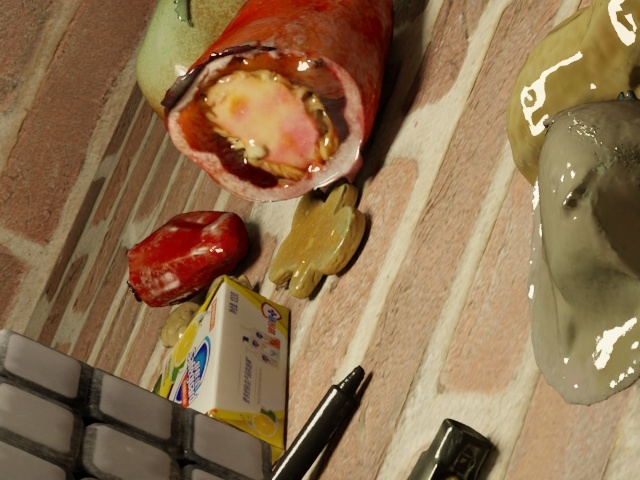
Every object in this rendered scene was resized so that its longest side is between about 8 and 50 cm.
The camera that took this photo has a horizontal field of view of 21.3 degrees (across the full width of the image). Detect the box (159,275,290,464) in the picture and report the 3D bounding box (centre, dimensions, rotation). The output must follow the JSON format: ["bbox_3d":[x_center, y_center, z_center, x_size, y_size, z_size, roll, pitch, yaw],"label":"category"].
[{"bbox_3d":[-0.118,0.190,1.994,0.168,0.097,0.265,-53,20,32],"label":"box"}]

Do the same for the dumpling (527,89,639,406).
[{"bbox_3d":[0.233,0.000,1.213,0.293,0.163,0.204,-146,48,-72],"label":"dumpling"}]

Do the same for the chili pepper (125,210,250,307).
[{"bbox_3d":[-0.160,0.015,2.375,0.253,0.144,0.136,-15,76,57],"label":"chili pepper"}]

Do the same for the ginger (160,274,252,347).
[{"bbox_3d":[-0.150,0.103,2.286,0.149,0.065,0.258,-51,11,-2],"label":"ginger"}]

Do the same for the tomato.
[{"bbox_3d":[-0.137,-0.283,2.486,0.303,0.239,0.303,-59,15,27],"label":"tomato"}]

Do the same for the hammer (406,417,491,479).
[{"bbox_3d":[0.134,0.249,1.281,0.111,0.043,0.365,-61,19,8],"label":"hammer"}]

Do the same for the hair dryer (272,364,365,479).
[{"bbox_3d":[-0.021,0.238,1.737,0.248,0.070,0.114,-53,18,6],"label":"hair dryer"}]

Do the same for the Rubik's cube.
[{"bbox_3d":[-0.234,0.314,1.555,0.301,0.305,0.303,-58,16,19],"label":"Rubik's cube"}]

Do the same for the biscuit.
[{"bbox_3d":[0.000,0.000,2.036,0.153,0.030,0.234,-67,18,-9],"label":"biscuit"}]

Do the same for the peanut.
[{"bbox_3d":[0.253,-0.154,1.359,0.313,0.149,0.149,-46,25,45],"label":"peanut"}]

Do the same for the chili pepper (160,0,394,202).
[{"bbox_3d":[-0.034,-0.219,2.092,0.251,0.229,0.305,-32,26,37],"label":"chili pepper"}]

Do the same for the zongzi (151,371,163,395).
[{"bbox_3d":[-0.205,0.206,2.311,0.104,0.052,0.113,-56,9,15],"label":"zongzi"}]
